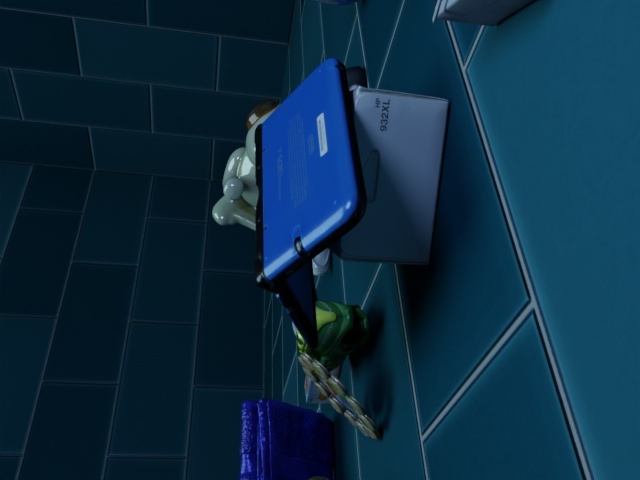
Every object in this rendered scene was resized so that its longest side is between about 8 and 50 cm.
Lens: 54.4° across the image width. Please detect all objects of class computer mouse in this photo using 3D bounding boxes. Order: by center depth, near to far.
[{"bbox_3d":[0.036,-0.276,1.386,0.272,0.072,0.188,111,162,-60],"label":"computer mouse"}]

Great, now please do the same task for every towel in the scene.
[{"bbox_3d":[-0.054,0.474,1.218,0.076,0.228,0.308,-38,42,39],"label":"towel"}]

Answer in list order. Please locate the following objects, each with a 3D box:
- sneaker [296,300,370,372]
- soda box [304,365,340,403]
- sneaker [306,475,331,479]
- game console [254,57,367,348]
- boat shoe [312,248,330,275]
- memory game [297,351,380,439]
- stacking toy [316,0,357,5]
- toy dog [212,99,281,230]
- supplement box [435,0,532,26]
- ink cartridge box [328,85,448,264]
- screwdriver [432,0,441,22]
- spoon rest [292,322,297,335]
[{"bbox_3d":[0.031,0.179,1.126,0.295,0.124,0.109,65,-159,-71],"label":"sneaker"},{"bbox_3d":[0.008,0.266,1.340,0.058,0.063,0.183,-103,19,-60],"label":"soda box"},{"bbox_3d":[0.032,0.506,1.008,0.182,0.158,0.410,-43,9,11],"label":"sneaker"},{"bbox_3d":[0.004,-0.048,0.840,0.250,0.173,0.293,-38,41,33],"label":"game console"},{"bbox_3d":[0.000,0.000,1.533,0.063,0.066,0.184,104,176,-50],"label":"boat shoe"},{"bbox_3d":[0.027,0.254,1.015,0.186,0.012,0.186,43,162,17],"label":"memory game"},{"bbox_3d":[0.066,-0.591,1.218,0.302,0.175,0.165,-176,90,-67],"label":"stacking toy"},{"bbox_3d":[-0.112,-0.210,1.808,0.395,0.285,0.408,-49,-12,-29],"label":"toy dog"},{"bbox_3d":[0.174,-0.347,0.601,0.130,0.073,0.239,-161,74,-79],"label":"supplement box"},{"bbox_3d":[0.069,-0.100,0.938,0.307,0.129,0.223,-138,53,-77],"label":"ink cartridge box"},{"bbox_3d":[0.126,-0.281,0.578,0.025,0.024,0.169,-57,-15,-47],"label":"screwdriver"},{"bbox_3d":[-0.047,0.168,1.722,0.137,0.084,0.276,105,152,-54],"label":"spoon rest"}]
